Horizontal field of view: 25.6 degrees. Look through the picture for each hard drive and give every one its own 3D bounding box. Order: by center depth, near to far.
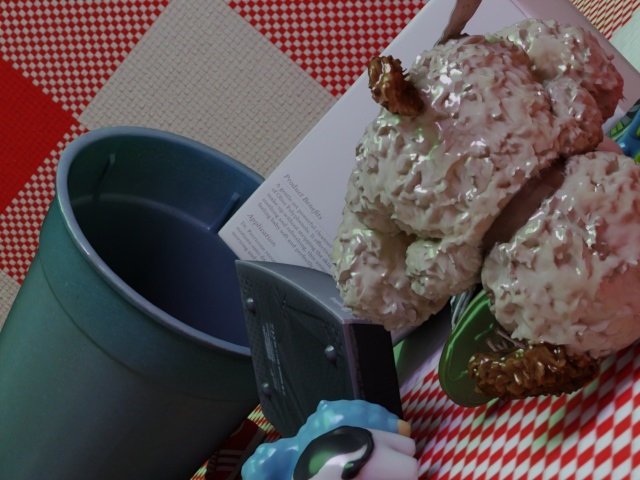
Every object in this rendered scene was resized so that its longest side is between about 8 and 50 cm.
[{"bbox_3d":[0.000,0.106,1.194,0.054,0.172,0.255,-15,14,-19],"label":"hard drive"}]

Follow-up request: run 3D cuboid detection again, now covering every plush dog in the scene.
[{"bbox_3d":[0.138,-0.023,0.917,0.262,0.225,0.210,-49,-21,-1],"label":"plush dog"}]

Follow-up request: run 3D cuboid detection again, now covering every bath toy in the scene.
[{"bbox_3d":[-0.001,0.213,0.911,0.348,0.129,0.151,-93,10,-80],"label":"bath toy"}]

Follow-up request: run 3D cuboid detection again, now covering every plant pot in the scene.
[{"bbox_3d":[-0.196,0.112,1.507,0.334,0.341,0.341,-54,5,28],"label":"plant pot"}]

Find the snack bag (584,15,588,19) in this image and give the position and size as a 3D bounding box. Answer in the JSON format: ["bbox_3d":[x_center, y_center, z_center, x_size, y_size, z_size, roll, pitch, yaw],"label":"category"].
[{"bbox_3d":[0.187,-0.117,1.746,0.323,0.037,0.342,-41,11,50],"label":"snack bag"}]

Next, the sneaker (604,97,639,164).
[{"bbox_3d":[0.253,-0.072,1.108,0.078,0.067,0.188,-27,-14,-47],"label":"sneaker"}]

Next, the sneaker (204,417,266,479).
[{"bbox_3d":[-0.120,0.247,1.626,0.118,0.067,0.042,-53,9,-29],"label":"sneaker"}]

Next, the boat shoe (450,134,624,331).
[{"bbox_3d":[0.169,0.010,1.101,0.219,0.078,0.070,-61,5,40],"label":"boat shoe"}]

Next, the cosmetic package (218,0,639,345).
[{"bbox_3d":[0.104,-0.067,1.290,0.365,0.197,0.155,-44,-9,26],"label":"cosmetic package"}]

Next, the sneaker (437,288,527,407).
[{"bbox_3d":[0.158,0.047,1.012,0.192,0.064,0.086,-46,3,4],"label":"sneaker"}]
